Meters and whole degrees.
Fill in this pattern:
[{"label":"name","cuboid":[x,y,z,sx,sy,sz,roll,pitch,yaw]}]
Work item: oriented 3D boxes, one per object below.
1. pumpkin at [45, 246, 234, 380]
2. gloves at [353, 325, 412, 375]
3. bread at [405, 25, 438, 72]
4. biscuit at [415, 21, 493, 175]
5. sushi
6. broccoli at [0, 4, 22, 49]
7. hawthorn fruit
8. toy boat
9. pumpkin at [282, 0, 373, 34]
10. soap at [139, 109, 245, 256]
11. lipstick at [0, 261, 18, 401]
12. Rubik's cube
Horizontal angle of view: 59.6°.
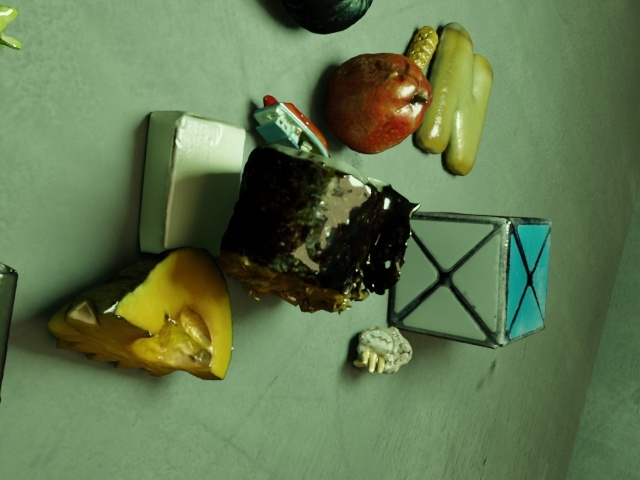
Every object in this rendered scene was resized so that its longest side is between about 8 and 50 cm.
[{"label":"pumpkin","cuboid":[-0.212,0.076,0.682,0.254,0.131,0.149,52,39,-56]},{"label":"gloves","cuboid":[0.125,0.215,1.098,0.144,0.111,0.094,45,50,-76]},{"label":"bread","cuboid":[0.195,-0.367,1.126,0.052,0.044,0.157,44,62,-37]},{"label":"biscuit","cuboid":[0.311,-0.310,1.260,0.237,0.062,0.290,25,78,-49]},{"label":"sushi","cuboid":[0.000,0.000,0.756,0.348,0.235,0.207,37,70,-78]},{"label":"broccoli","cuboid":[-0.319,-0.133,0.304,0.275,0.397,0.352,37,60,-47]},{"label":"hawthorn fruit","cuboid":[0.099,-0.231,0.940,0.173,0.179,0.173,43,38,-46]},{"label":"toy boat","cuboid":[-0.038,-0.150,0.868,0.173,0.069,0.058,43,50,-44]},{"label":"pumpkin","cuboid":[0.010,-0.411,0.831,0.202,0.140,0.201,-41,141,-44]},{"label":"soap","cuboid":[-0.167,-0.070,0.736,0.121,0.064,0.183,4,93,-50]},{"label":"lipstick","cuboid":[-0.356,0.166,0.539,0.081,0.081,0.299,11,86,-50]},{"label":"Rubik's cube","cuboid":[0.322,0.070,1.180,0.259,0.255,0.260,-5,100,-49]}]
